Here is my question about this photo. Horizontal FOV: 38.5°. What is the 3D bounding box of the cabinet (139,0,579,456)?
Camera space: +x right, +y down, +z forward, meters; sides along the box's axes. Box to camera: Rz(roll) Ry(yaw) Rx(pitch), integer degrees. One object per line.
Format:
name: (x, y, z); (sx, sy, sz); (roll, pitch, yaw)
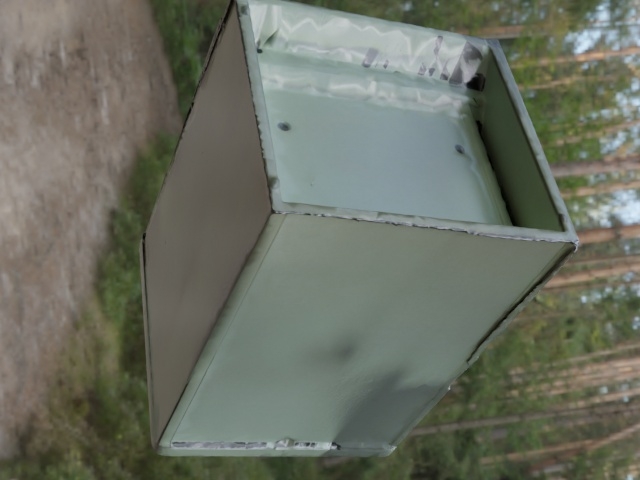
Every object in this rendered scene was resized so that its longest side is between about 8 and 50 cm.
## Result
cabinet: (0.000, 0.000, 0.483); (0.206, 0.145, 0.150); (120, -32, -46)
